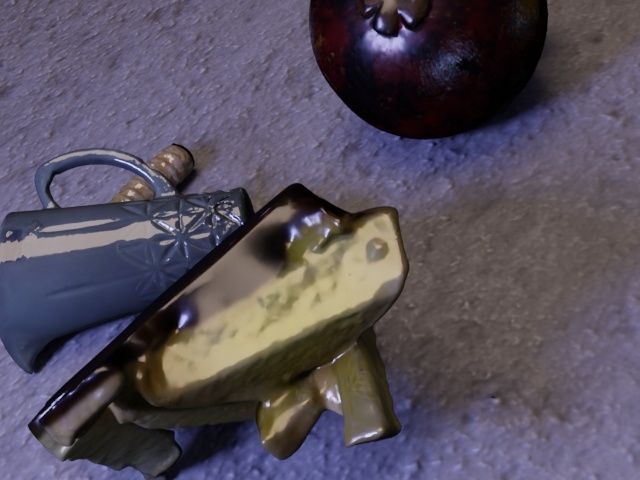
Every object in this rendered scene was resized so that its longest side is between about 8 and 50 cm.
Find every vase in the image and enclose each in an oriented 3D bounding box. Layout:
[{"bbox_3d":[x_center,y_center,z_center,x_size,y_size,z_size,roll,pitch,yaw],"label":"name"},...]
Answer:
[{"bbox_3d":[-0.225,0.007,1.304,0.301,0.156,0.251,-11,81,4],"label":"vase"}]

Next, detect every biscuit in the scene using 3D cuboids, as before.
[{"bbox_3d":[-0.238,-0.047,1.450,0.061,0.055,0.219,20,54,28],"label":"biscuit"}]

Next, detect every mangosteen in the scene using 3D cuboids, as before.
[{"bbox_3d":[0.133,-0.269,1.361,0.311,0.311,0.311,-14,39,11],"label":"mangosteen"}]

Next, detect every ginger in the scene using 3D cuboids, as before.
[{"bbox_3d":[-0.085,0.134,1.045,0.358,0.211,0.413,-43,5,-32],"label":"ginger"}]

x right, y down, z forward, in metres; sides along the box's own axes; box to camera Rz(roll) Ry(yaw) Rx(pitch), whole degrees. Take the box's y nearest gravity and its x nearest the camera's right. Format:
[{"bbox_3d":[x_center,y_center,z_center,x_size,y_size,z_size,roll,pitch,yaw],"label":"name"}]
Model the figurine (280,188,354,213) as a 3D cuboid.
[{"bbox_3d":[-0.003,0.003,1.270,0.101,0.068,0.143,-14,52,3],"label":"figurine"}]
